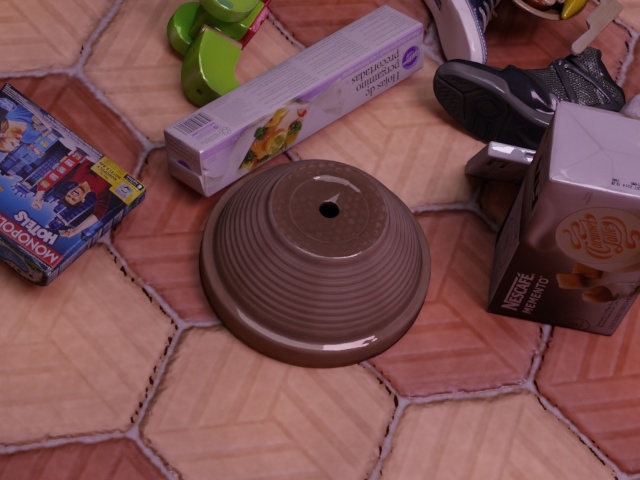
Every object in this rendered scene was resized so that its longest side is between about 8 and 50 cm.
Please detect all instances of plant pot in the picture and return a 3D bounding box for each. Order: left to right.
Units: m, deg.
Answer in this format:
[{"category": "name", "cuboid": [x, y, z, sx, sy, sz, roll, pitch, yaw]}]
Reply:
[{"category": "plant pot", "cuboid": [0.000, 0.000, 1.540, 0.237, 0.110, 0.237, 4, 57, -6]}]

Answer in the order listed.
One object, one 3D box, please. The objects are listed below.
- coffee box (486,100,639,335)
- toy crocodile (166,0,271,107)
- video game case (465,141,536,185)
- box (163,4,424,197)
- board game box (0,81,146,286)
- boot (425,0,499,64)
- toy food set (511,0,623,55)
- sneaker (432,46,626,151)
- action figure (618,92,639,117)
[{"category": "coffee box", "cuboid": [0.261, -0.016, 1.512, 0.141, 0.246, 0.098, 13, 57, -3]}, {"category": "toy crocodile", "cuboid": [-0.088, -0.297, 1.722, 0.105, 0.115, 0.341, 25, 55, -17]}, {"category": "video game case", "cuboid": [0.233, -0.071, 1.609, 0.143, 0.157, 0.019, 12, 85, -2]}, {"category": "box", "cuboid": [-0.023, -0.154, 1.652, 0.324, 0.063, 0.067, -34, 49, -29]}, {"category": "board game box", "cuboid": [-0.310, -0.036, 1.536, 0.194, 0.060, 0.194, 37, 59, 14]}, {"category": "boot", "cuboid": [0.177, -0.267, 1.774, 0.086, 0.069, 0.190, -5, 54, -18]}, {"category": "toy food set", "cuboid": [0.250, -0.303, 1.712, 0.192, 0.038, 0.132, 41, 52, 2]}, {"category": "sneaker", "cuboid": [0.238, -0.166, 1.711, 0.227, 0.087, 0.130, 18, 53, -2]}, {"category": "action figure", "cuboid": [0.455, -0.062, 1.643, 0.330, 0.178, 0.341, 17, 96, -9]}]
